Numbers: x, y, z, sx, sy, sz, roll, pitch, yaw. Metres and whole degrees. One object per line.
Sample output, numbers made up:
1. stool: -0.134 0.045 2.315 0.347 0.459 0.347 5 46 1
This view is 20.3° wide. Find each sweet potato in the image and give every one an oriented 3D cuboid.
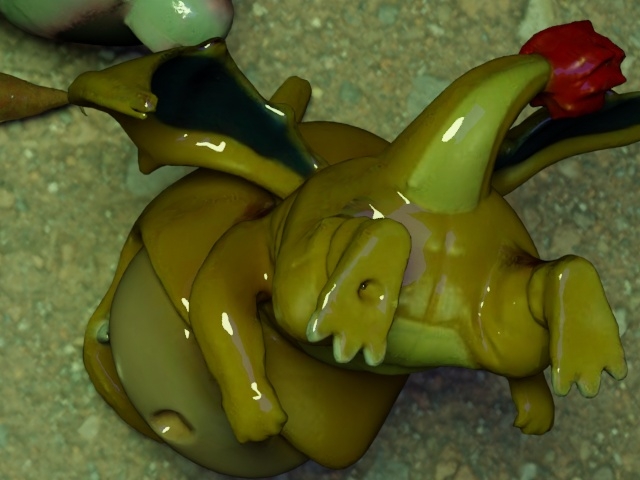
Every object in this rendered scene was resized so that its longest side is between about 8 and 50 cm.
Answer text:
1. sweet potato: -0.246 -0.092 1.182 0.195 0.056 0.056 0 88 -30

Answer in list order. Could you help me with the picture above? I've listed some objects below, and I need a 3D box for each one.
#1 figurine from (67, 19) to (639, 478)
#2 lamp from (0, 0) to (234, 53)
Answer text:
1. figurine: 0.034 0.007 1.127 0.401 0.387 0.268 -10 91 -24
2. lamp: -0.175 -0.256 1.119 0.301 0.247 0.247 22 123 -25
